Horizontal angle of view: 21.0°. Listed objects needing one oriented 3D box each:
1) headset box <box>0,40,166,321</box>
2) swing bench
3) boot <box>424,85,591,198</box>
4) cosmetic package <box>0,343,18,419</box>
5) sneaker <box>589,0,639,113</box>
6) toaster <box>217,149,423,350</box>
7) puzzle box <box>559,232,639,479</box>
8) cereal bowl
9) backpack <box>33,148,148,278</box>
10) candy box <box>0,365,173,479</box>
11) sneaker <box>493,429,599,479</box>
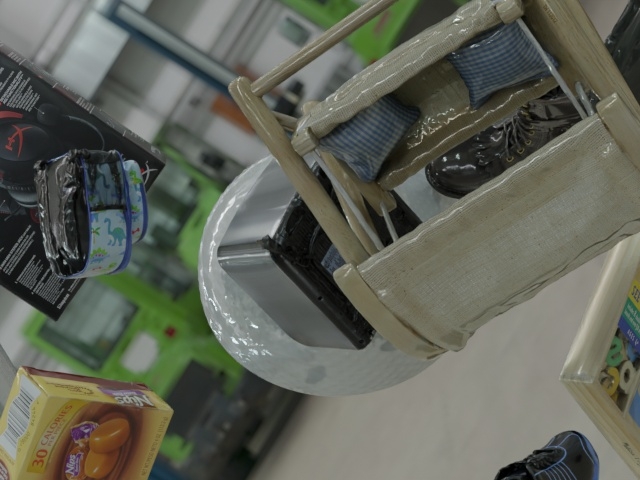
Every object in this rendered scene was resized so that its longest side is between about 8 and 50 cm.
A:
[{"bbox_3d":[-0.350,-0.085,1.909,0.218,0.293,0.110,-55,9,5],"label":"headset box"},{"bbox_3d":[0.113,-0.074,1.328,0.253,0.255,0.165,-34,-15,17],"label":"swing bench"},{"bbox_3d":[0.230,-0.138,1.907,0.262,0.091,0.229,-16,-18,7],"label":"boot"},{"bbox_3d":[-0.339,0.191,1.579,0.138,0.224,0.225,-30,7,4],"label":"cosmetic package"},{"bbox_3d":[0.326,-0.186,1.543,0.109,0.130,0.286,-48,-23,-44],"label":"sneaker"},{"bbox_3d":[0.000,0.000,1.770,0.110,0.186,0.168,-7,45,48],"label":"toaster"},{"bbox_3d":[0.459,0.173,2.256,0.052,0.409,0.272,3,58,39],"label":"puzzle box"},{"bbox_3d":[0.019,0.008,2.037,0.339,0.339,0.141,-60,-18,-27],"label":"cereal bowl"},{"bbox_3d":[-0.210,-0.023,1.607,0.105,0.084,0.114,-11,83,57],"label":"backpack"},{"bbox_3d":[-0.190,0.188,1.231,0.053,0.109,0.187,33,106,49],"label":"candy box"},{"bbox_3d":[0.238,0.266,1.873,0.081,0.090,0.232,-17,23,32],"label":"sneaker"}]
